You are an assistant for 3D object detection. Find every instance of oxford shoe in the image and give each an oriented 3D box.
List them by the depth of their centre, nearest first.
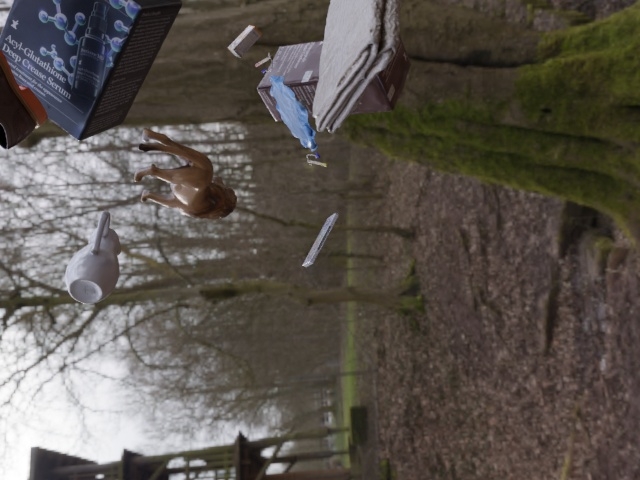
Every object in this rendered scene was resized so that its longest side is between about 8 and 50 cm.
[{"bbox_3d":[-0.733,-0.342,1.434,0.132,0.130,0.363,-58,-37,-23],"label":"oxford shoe"}]

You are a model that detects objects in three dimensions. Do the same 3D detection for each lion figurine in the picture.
[{"bbox_3d":[-0.330,-0.149,1.713,0.392,0.240,0.142,128,156,-79],"label":"lion figurine"}]

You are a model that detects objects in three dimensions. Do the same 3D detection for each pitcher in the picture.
[{"bbox_3d":[-0.566,0.041,1.712,0.207,0.126,0.177,-90,10,-53],"label":"pitcher"}]

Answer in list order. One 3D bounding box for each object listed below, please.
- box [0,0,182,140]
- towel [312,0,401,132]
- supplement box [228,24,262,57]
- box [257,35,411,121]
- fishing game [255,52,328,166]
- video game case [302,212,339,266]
[{"bbox_3d":[-0.584,-0.503,1.685,0.395,0.294,0.212,-54,0,27],"label":"box"},{"bbox_3d":[0.054,-0.293,0.904,0.187,0.049,0.282,134,149,-55],"label":"towel"},{"bbox_3d":[-0.229,-0.603,2.057,0.036,0.098,0.062,44,180,-30],"label":"supplement box"},{"bbox_3d":[0.035,-0.450,1.874,0.143,0.382,0.191,58,-137,-44],"label":"box"},{"bbox_3d":[-0.053,-0.279,1.462,0.264,0.041,0.189,61,169,-14],"label":"fishing game"},{"bbox_3d":[0.000,0.000,1.485,0.122,0.011,0.087,-62,6,-12],"label":"video game case"}]
